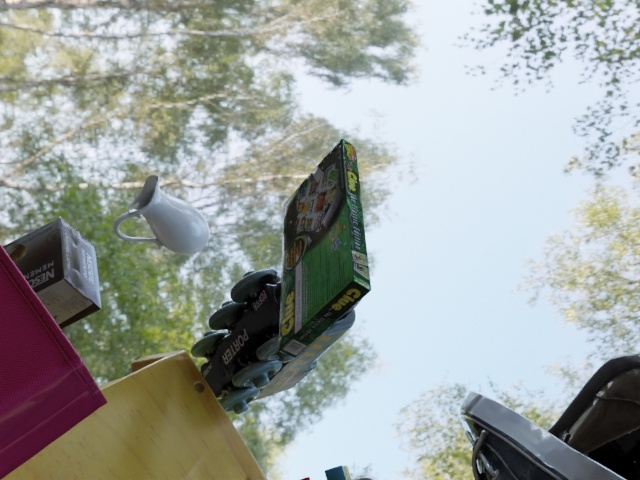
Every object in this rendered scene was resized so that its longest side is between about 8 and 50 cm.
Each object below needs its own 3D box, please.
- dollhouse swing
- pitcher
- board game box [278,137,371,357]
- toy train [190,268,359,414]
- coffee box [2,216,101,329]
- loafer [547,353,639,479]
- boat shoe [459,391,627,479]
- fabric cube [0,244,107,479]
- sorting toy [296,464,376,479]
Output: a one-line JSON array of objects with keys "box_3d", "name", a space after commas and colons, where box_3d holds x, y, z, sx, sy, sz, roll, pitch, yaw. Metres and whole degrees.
[{"box_3d": [-0.334, 0.344, 0.918, 0.315, 0.346, 0.305, 55, -50, 10], "name": "dollhouse swing"}, {"box_3d": [-0.395, -0.036, 1.701, 0.178, 0.207, 0.125, -46, -145, 0], "name": "pitcher"}, {"box_3d": [0.000, 0.000, 0.809, 0.136, 0.030, 0.260, -43, -150, 31], "name": "board game box"}, {"box_3d": [-0.066, 0.145, 1.025, 0.334, 0.190, 0.142, -52, -122, 43], "name": "toy train"}, {"box_3d": [-0.478, 0.088, 1.055, 0.098, 0.246, 0.141, 59, 7, -49], "name": "coffee box"}, {"box_3d": [0.359, 0.323, 0.922, 0.130, 0.133, 0.366, -89, -163, -64], "name": "loafer"}, {"box_3d": [0.202, 0.240, 0.684, 0.105, 0.113, 0.306, -55, -168, -5], "name": "boat shoe"}, {"box_3d": [-0.357, 0.094, 0.536, 0.254, 0.258, 0.259, 51, -23, 8], "name": "fabric cube"}, {"box_3d": [0.000, 0.423, 1.171, 0.348, 0.195, 0.047, 77, 0, -70], "name": "sorting toy"}]
